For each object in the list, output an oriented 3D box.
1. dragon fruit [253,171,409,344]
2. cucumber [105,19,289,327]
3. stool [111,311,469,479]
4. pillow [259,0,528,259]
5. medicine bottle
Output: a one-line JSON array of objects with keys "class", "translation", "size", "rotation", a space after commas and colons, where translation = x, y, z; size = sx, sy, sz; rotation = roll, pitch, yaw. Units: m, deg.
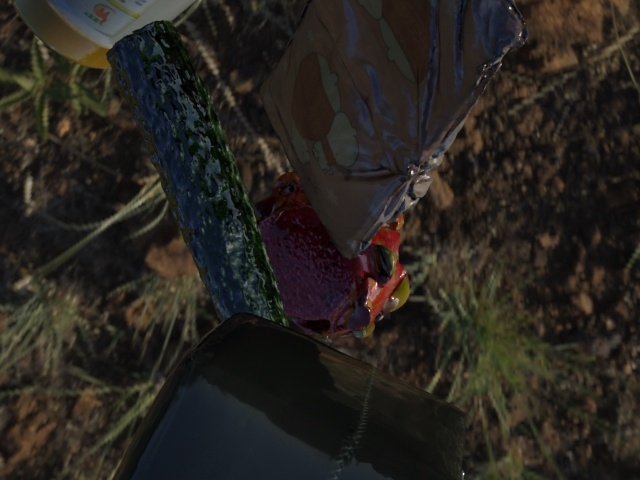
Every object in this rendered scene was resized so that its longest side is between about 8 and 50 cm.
[{"class": "dragon fruit", "translation": [0.000, 0.000, 1.046], "size": [0.150, 0.207, 0.133], "rotation": [19, 112, -23]}, {"class": "cucumber", "translation": [-0.086, -0.030, 0.954], "size": [0.067, 0.067, 0.293], "rotation": [-27, 79, 18]}, {"class": "stool", "translation": [-0.029, 0.153, 0.559], "size": [0.141, 0.232, 0.232], "rotation": [23, 119, 4]}, {"class": "pillow", "translation": [0.033, -0.093, 0.654], "size": [0.049, 0.135, 0.248], "rotation": [-15, 159, -23]}, {"class": "medicine bottle", "translation": [-0.285, -0.396, 1.727], "size": [0.232, 0.238, 0.238], "rotation": [-32, 112, 34]}]
